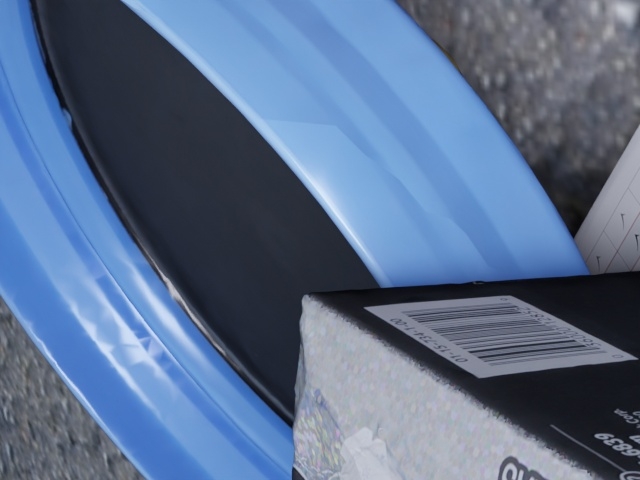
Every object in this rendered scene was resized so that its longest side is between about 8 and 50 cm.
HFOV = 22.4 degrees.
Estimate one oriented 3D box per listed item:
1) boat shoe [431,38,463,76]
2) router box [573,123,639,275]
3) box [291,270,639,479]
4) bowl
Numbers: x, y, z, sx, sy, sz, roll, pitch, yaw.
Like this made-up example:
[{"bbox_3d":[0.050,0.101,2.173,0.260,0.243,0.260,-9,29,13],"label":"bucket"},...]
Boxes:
[{"bbox_3d":[0.001,0.000,0.755,0.080,0.073,0.223,47,138,27],"label":"boat shoe"},{"bbox_3d":[0.218,0.008,0.411,0.301,0.082,0.335,64,147,34],"label":"router box"},{"bbox_3d":[0.110,0.106,0.368,0.247,0.163,0.142,28,118,59],"label":"box"},{"bbox_3d":[-0.034,0.015,0.649,0.391,0.077,0.391,40,155,23],"label":"bowl"}]
